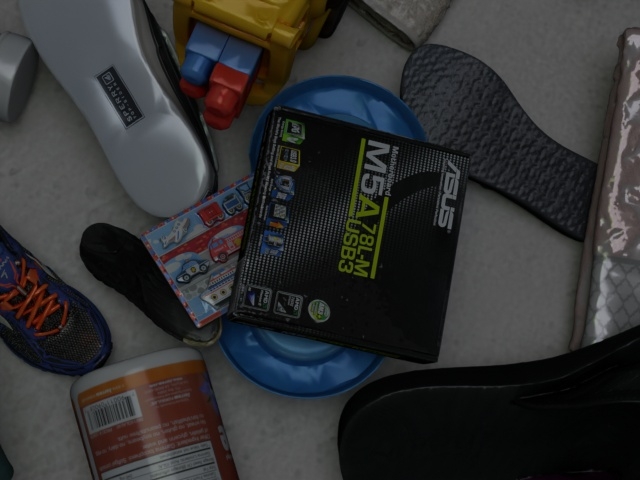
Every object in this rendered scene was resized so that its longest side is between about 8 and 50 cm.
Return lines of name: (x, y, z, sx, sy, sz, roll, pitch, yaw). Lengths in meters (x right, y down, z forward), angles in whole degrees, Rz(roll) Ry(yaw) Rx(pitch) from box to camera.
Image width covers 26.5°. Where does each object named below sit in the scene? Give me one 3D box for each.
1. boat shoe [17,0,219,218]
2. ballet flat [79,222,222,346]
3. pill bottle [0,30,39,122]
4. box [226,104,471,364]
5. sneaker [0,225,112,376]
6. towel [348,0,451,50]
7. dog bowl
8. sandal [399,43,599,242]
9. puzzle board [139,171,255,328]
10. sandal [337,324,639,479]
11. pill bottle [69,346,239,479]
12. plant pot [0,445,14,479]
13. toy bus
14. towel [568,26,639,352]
boat shoe: (-0.177, -0.159, 1.241, 0.108, 0.102, 0.301, -30, 87, 9)
ballet flat: (-0.147, 0.040, 1.200, 0.173, 0.049, 0.057, 36, 68, 29)
pill bottle: (-0.360, -0.174, 1.229, 0.193, 0.108, 0.108, 19, 77, 0)
box: (0.027, -0.004, 1.168, 0.184, 0.045, 0.191, 14, 77, -10)
sneaker: (-0.277, 0.041, 1.200, 0.221, 0.087, 0.083, 38, 79, 4)
towel: (0.040, -0.338, 1.323, 0.282, 0.049, 0.187, 39, 79, 4)
dog bowl: (0.000, 0.000, 1.236, 0.165, 0.074, 0.297, 13, 78, -1)
sandal: (0.173, -0.084, 1.283, 0.254, 0.054, 0.097, 40, 85, -5)
puzzle board: (-0.077, 0.004, 1.173, 0.128, 0.011, 0.096, -30, 78, -18)
sandal: (0.239, 0.171, 1.172, 0.445, 0.107, 0.168, -12, 114, -1)
pill bottle: (-0.130, 0.209, 1.159, 0.121, 0.121, 0.216, -16, 80, -7)
plant pot: (-0.390, 0.137, 1.097, 0.271, 0.271, 0.255, -34, 97, -10)
toy bus: (-0.064, -0.191, 1.193, 0.149, 0.220, 0.211, 21, 76, 0)
towel: (0.412, -0.016, 1.249, 0.331, 0.053, 0.317, 11, 88, -4)
